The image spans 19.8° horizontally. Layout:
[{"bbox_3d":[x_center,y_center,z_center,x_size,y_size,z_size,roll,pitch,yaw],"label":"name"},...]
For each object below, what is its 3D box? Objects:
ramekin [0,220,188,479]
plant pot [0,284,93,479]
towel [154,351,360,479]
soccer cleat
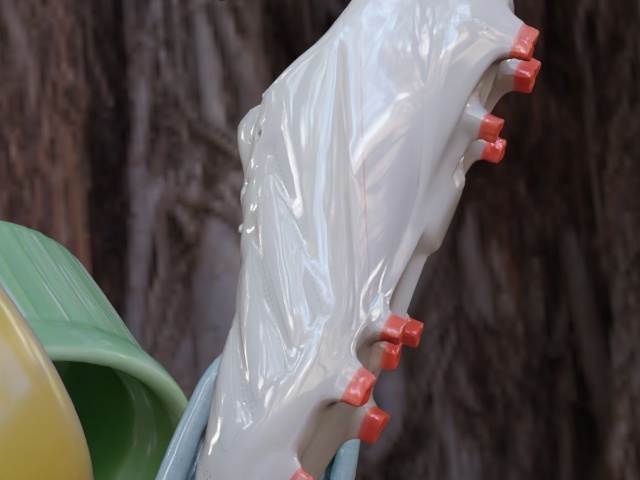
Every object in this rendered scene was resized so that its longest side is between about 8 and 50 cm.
[{"bbox_3d":[-0.246,0.127,1.182,0.303,0.148,0.303,-20,-38,-17],"label":"ramekin"},{"bbox_3d":[-0.196,0.091,0.457,0.239,0.254,0.254,-45,12,-30],"label":"plant pot"},{"bbox_3d":[-0.081,0.228,0.938,0.090,0.374,0.320,23,-9,-2],"label":"towel"},{"bbox_3d":[0.000,0.000,0.556,0.076,0.196,0.068,22,-15,13],"label":"soccer cleat"}]
